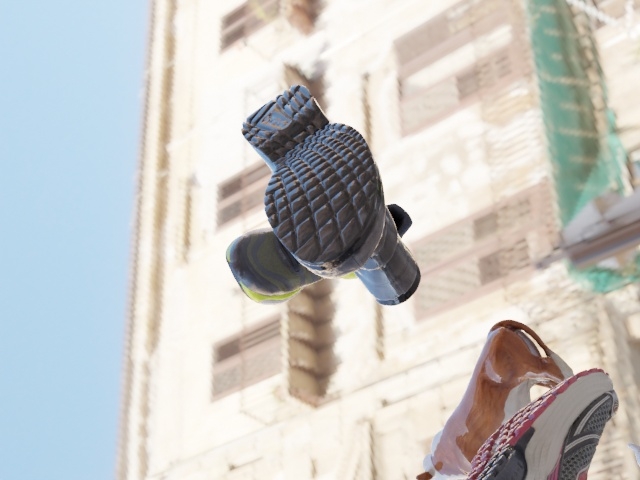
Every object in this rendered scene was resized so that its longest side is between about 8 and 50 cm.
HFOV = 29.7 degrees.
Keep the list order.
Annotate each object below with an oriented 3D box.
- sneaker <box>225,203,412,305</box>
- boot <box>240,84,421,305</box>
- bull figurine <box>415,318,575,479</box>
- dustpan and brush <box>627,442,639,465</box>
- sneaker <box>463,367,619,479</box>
[{"bbox_3d":[0.000,0.000,1.614,0.300,0.121,0.111,-18,-106,-44],"label":"sneaker"},{"bbox_3d":[0.040,-0.013,1.222,0.223,0.118,0.338,54,-171,-29],"label":"boot"},{"bbox_3d":[0.261,0.274,1.762,0.188,0.310,0.101,28,-159,29],"label":"bull figurine"},{"bbox_3d":[0.433,0.309,1.400,0.211,0.060,0.147,30,175,37],"label":"dustpan and brush"},{"bbox_3d":[0.188,0.216,1.044,0.112,0.121,0.299,47,-138,4],"label":"sneaker"}]
